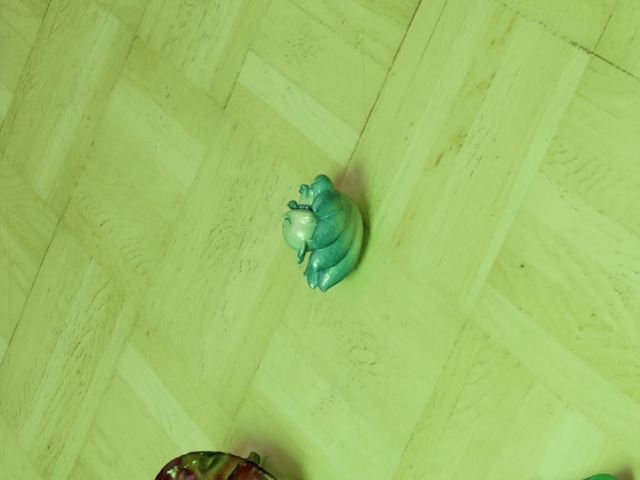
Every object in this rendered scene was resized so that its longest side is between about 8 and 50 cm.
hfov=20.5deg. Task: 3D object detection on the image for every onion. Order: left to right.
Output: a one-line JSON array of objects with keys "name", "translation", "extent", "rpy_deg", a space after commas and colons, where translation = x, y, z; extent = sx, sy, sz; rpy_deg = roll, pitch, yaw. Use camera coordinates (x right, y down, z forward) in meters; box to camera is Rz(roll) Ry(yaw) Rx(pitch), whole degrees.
[{"name": "onion", "translation": [-0.079, 0.250, 1.673], "extent": [0.150, 0.140, 0.150], "rpy_deg": [10, 116, 21]}]

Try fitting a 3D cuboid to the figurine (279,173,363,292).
[{"name": "figurine", "translation": [0.000, 0.000, 1.655], "extent": [0.114, 0.079, 0.114], "rpy_deg": [-172, 90, -80]}]

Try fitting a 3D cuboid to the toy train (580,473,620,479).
[{"name": "toy train", "translation": [0.147, 0.265, 1.359], "extent": [0.248, 0.101, 0.159], "rpy_deg": [-30, 42, 44]}]
